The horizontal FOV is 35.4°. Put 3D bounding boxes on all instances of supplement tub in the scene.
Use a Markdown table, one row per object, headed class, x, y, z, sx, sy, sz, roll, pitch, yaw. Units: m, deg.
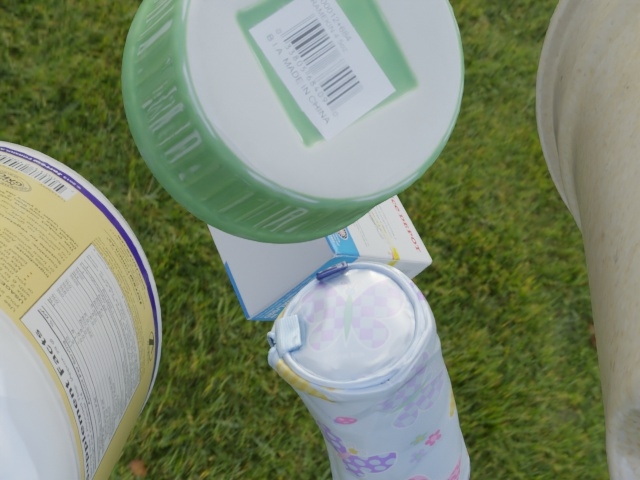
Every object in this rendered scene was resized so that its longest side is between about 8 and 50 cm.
| class | x | y | z | sx | sy | sz | roll | pitch | yaw |
| --- | --- | --- | --- | --- | --- | --- | --- | --- | --- |
| supplement tub | -0.221 | 0.087 | 0.504 | 0.241 | 0.331 | 0.241 | 0 | 105 | 1 |

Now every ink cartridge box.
| class | x | y | z | sx | sy | sz | roll | pitch | yaw |
| --- | --- | --- | --- | --- | --- | --- | --- | --- | --- |
| ink cartridge box | 0.000 | 0.000 | 1.367 | 0.233 | 0.168 | 0.171 | 7 | 51 | -52 |

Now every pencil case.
| class | x | y | z | sx | sy | sz | roll | pitch | yaw |
| --- | --- | --- | --- | --- | --- | --- | --- | --- | --- |
| pencil case | 0.047 | 0.138 | 0.806 | 0.124 | 0.273 | 0.113 | -25 | 49 | -3 |

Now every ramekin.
| class | x | y | z | sx | sy | sz | roll | pitch | yaw |
| --- | --- | --- | --- | --- | --- | --- | --- | --- | --- |
| ramekin | -0.017 | -0.153 | 0.917 | 0.303 | 0.148 | 0.303 | 2 | 84 | -22 |

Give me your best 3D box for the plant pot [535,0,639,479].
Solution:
| class | x | y | z | sx | sy | sz | roll | pitch | yaw |
| --- | --- | --- | --- | --- | --- | --- | --- | --- | --- |
| plant pot | 0.258 | 0.006 | 0.480 | 0.334 | 0.334 | 0.305 | 29 | 40 | -4 |
